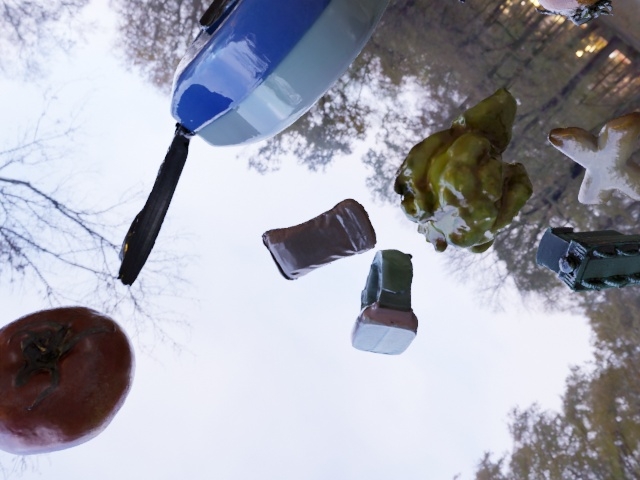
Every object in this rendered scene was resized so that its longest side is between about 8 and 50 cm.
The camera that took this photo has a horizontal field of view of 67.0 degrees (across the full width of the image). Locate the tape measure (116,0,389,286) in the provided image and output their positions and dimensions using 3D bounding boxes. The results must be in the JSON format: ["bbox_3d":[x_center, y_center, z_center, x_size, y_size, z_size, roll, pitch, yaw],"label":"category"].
[{"bbox_3d":[-0.069,-0.127,0.393,0.097,0.215,0.352,34,-110,-29],"label":"tape measure"}]

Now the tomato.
[{"bbox_3d":[-0.404,0.192,0.718,0.236,0.095,0.237,1,-125,-2],"label":"tomato"}]

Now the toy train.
[{"bbox_3d":[0.733,0.035,1.270,0.330,0.139,0.178,-3,-155,-23],"label":"toy train"}]

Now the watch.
[{"bbox_3d":[0.171,0.152,1.295,0.161,0.253,0.241,10,-128,-7],"label":"watch"}]

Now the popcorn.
[{"bbox_3d":[0.336,-0.129,1.073,0.325,0.321,0.290,2,-119,-50],"label":"popcorn"}]

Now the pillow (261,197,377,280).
[{"bbox_3d":[0.002,0.002,0.943,0.034,0.211,0.135,-99,-14,-58],"label":"pillow"}]

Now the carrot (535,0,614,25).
[{"bbox_3d":[0.608,-0.672,1.175,0.331,0.193,0.214,53,-179,-33],"label":"carrot"}]

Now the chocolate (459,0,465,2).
[{"bbox_3d":[0.300,-0.691,1.025,0.111,0.112,0.322,-18,-78,-30],"label":"chocolate"}]

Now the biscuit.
[{"bbox_3d":[0.560,-0.149,0.943,0.208,0.164,0.047,47,-123,-30],"label":"biscuit"}]
